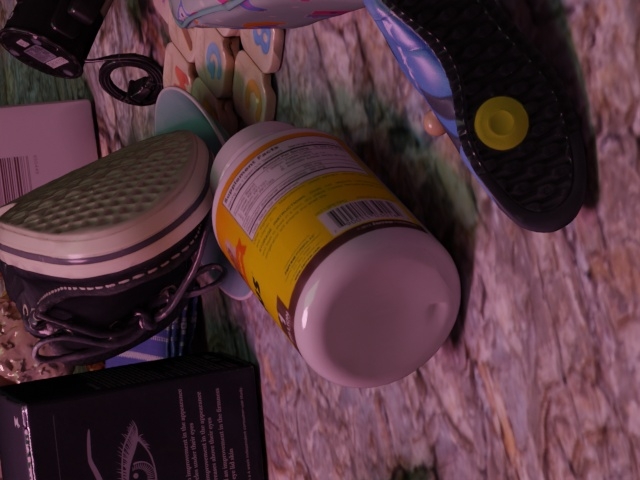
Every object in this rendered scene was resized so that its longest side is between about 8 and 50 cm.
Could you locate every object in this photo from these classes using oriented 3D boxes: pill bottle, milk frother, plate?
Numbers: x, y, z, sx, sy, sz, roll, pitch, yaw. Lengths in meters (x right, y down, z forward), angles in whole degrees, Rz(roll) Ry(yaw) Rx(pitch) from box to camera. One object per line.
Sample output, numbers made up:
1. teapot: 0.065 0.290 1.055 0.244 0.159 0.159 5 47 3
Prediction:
1. pill bottle: 0.000 0.000 1.280 0.215 0.117 0.117 -130 39 -52
2. milk frother: -0.196 -0.209 1.721 0.129 0.143 0.134 4 65 45
3. plate: -0.087 -0.042 1.557 0.188 0.024 0.188 51 154 38

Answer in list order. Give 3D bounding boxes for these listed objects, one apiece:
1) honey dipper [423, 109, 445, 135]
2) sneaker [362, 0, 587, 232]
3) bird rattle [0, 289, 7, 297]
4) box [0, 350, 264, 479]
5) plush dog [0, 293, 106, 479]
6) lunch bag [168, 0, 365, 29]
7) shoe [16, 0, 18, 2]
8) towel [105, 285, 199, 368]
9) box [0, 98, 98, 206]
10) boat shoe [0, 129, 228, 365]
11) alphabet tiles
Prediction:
1. honey dipper: 0.085 -0.131 1.164 0.030 0.030 0.160 -120 28 -42
2. sneaker: 0.091 -0.095 1.101 0.209 0.069 0.082 59 178 11
3. bird rattle: -0.376 0.193 2.129 0.143 0.207 0.253 90 173 -66
4. box: -0.161 0.187 1.592 0.108 0.207 0.153 -170 74 -66
5. plush dog: -0.329 0.162 1.943 0.210 0.262 0.225 40 -118 -65
6. lunch bag: -0.024 -0.263 1.272 0.279 0.108 0.224 173 95 -65
7. shoe: -0.290 -0.268 1.972 0.219 0.058 0.076 46 158 60
8. towel: -0.163 0.207 1.790 0.243 0.040 0.336 176 96 -68
9. box: -0.384 -0.040 2.039 0.345 0.215 0.168 170 92 -67
10. boat shoe: -0.173 0.015 1.548 0.156 0.187 0.500 65 164 -5
11. alphabet tiles: -0.092 -0.217 1.555 0.278 0.021 0.284 -127 38 -49
